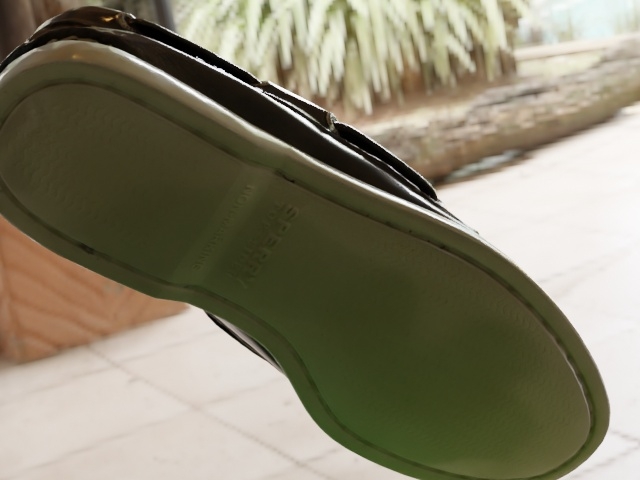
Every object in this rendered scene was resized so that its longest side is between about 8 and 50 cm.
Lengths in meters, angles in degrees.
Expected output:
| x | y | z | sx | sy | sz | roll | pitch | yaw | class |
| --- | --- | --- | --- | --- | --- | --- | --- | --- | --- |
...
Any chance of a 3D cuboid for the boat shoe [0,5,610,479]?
| x | y | z | sx | sy | sz | roll | pitch | yaw | class |
| --- | --- | --- | --- | --- | --- | --- | --- | --- | --- |
| -0.003 | 0.003 | 0.639 | 0.340 | 0.127 | 0.113 | 28 | 26 | -22 | boat shoe |
